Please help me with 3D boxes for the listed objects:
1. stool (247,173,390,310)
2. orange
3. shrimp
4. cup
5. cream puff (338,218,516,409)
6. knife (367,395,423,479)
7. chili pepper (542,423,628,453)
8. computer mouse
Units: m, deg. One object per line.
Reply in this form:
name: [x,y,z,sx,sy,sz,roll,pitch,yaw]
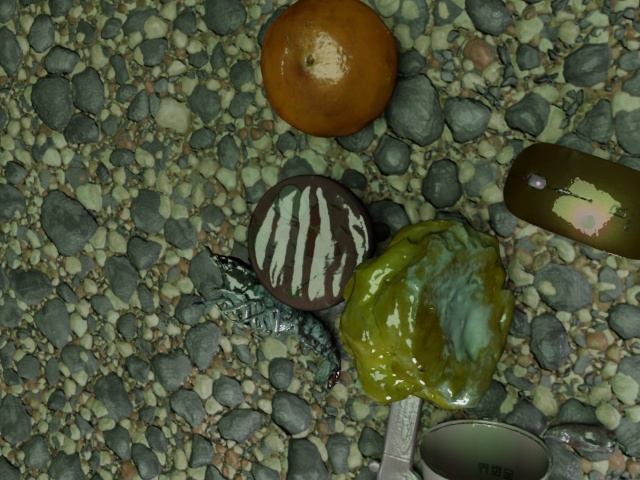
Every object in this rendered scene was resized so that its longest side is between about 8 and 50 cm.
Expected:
stool: [0.000,0.000,1.316,0.271,0.178,0.272,2,95,21]
orange: [0.016,-0.346,1.262,0.283,0.226,0.284,5,102,23]
shrimp: [-0.111,0.166,1.366,0.410,0.221,0.166,32,95,-9]
cup: [0.312,0.518,1.217,0.252,0.253,0.274,2,103,21]
cream puff: [0.173,0.144,1.181,0.275,0.378,0.379,9,98,52]
knife: [0.183,0.373,1.351,0.132,0.038,0.399,9,96,18]
chili pepper: [0.513,0.383,1.222,0.153,0.041,0.050,-1,73,37]
computer mouse: [0.500,-0.075,1.177,0.310,0.072,0.158,24,100,19]
